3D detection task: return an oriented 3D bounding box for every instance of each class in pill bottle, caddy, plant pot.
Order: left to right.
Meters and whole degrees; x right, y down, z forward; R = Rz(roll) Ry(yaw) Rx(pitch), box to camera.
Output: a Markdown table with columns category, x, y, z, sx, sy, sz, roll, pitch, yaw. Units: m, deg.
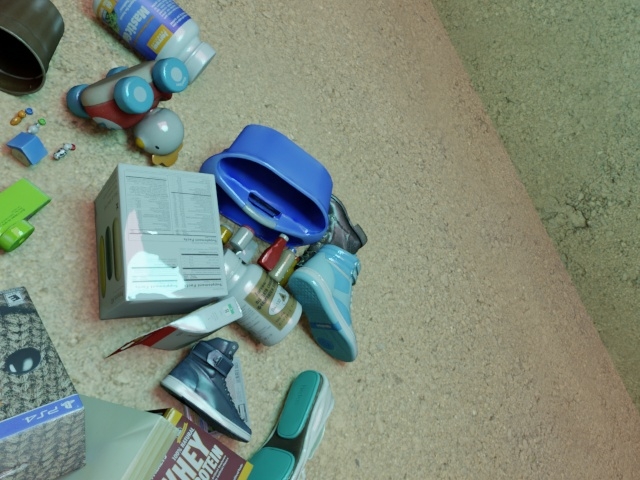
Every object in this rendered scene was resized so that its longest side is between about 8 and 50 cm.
| category | x | y | z | sx | sy | sz | roll | pitch | yaw |
| --- | --- | --- | --- | --- | --- | --- | --- | --- | --- |
| plant pot | -0.616 | -0.416 | 0.962 | 0.167 | 0.167 | 0.165 | 27 | 50 | -27 |
| pill bottle | -0.400 | -0.523 | 1.172 | 0.272 | 0.152 | 0.152 | 40 | 52 | -18 |
| pill bottle | -0.165 | 0.130 | 1.106 | 0.229 | 0.131 | 0.131 | 44 | 51 | -16 |
| caddy | -0.130 | -0.114 | 1.166 | 0.341 | 0.241 | 0.179 | 34 | 48 | -23 |

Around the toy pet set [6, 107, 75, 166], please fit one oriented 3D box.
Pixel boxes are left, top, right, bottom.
| category | x | y | z | sx | sy | sz | roll | pitch | yaw |
| --- | --- | --- | --- | --- | --- | --- | --- | --- | --- |
| toy pet set | -0.578 | -0.213 | 0.963 | 0.122 | 0.065 | 0.114 | 42 | 52 | -17 |

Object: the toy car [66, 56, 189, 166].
| category | x | y | z | sx | sy | sz | roll | pitch | yaw |
| --- | --- | --- | --- | --- | --- | --- | --- | --- | --- |
| toy car | -0.397 | -0.266 | 1.077 | 0.210 | 0.219 | 0.237 | -50 | 133 | -39 |

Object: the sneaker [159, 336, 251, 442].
| category | x | y | z | sx | sy | sz | roll | pitch | yaw |
| --- | --- | --- | --- | --- | --- | --- | --- | --- | --- |
| sneaker | -0.200 | 0.308 | 1.009 | 0.226 | 0.086 | 0.163 | 45 | 54 | -13 |

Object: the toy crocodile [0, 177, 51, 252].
| category | x | y | z | sx | sy | sz | roll | pitch | yaw |
| --- | --- | --- | --- | --- | --- | --- | --- | --- | --- |
| toy crocodile | -0.617 | 0.013 | 0.828 | 0.115 | 0.105 | 0.340 | 40 | 47 | -18 |

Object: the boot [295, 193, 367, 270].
| category | x | y | z | sx | sy | sz | roll | pitch | yaw |
| --- | --- | --- | --- | --- | --- | --- | --- | --- | --- |
| boot | 0.000 | 0.000 | 1.324 | 0.263 | 0.091 | 0.229 | 45 | 58 | -6 |

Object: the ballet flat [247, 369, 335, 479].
| category | x | y | z | sx | sy | sz | roll | pitch | yaw |
| --- | --- | --- | --- | --- | --- | --- | --- | --- | --- |
| ballet flat | -0.067 | 0.482 | 1.056 | 0.139 | 0.139 | 0.400 | 45 | 50 | -15 |

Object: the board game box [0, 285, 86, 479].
| category | x | y | z | sx | sy | sz | roll | pitch | yaw |
| --- | --- | --- | --- | --- | --- | --- | --- | --- | --- |
| board game box | -0.513 | 0.230 | 0.686 | 0.232 | 0.141 | 0.291 | -15 | 43 | -41 |

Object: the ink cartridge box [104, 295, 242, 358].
| category | x | y | z | sx | sy | sz | roll | pitch | yaw |
| --- | --- | --- | --- | --- | --- | --- | --- | --- | --- |
| ink cartridge box | -0.292 | 0.194 | 0.947 | 0.225 | 0.181 | 0.056 | -24 | 84 | -42 |

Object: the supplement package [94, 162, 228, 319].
| category | x | y | z | sx | sy | sz | roll | pitch | yaw |
| --- | --- | --- | --- | --- | --- | --- | --- | --- | --- |
| supplement package | -0.335 | 0.011 | 0.974 | 0.198 | 0.199 | 0.262 | 2 | 71 | -38 |

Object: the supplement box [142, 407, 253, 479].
| category | x | y | z | sx | sy | sz | roll | pitch | yaw |
| --- | --- | --- | --- | --- | --- | --- | --- | --- | --- |
| supplement box | -0.268 | 0.418 | 0.864 | 0.191 | 0.194 | 0.129 | 44 | 51 | -16 |

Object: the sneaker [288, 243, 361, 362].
| category | x | y | z | sx | sy | sz | roll | pitch | yaw |
| --- | --- | --- | --- | --- | --- | --- | --- | --- | --- |
| sneaker | 0.057 | 0.151 | 1.233 | 0.208 | 0.127 | 0.318 | -50 | 130 | -38 |

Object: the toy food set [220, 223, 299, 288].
| category | x | y | z | sx | sy | sz | roll | pitch | yaw |
| --- | --- | --- | --- | --- | --- | --- | --- | --- | --- |
| toy food set | -0.142 | 0.019 | 1.170 | 0.232 | 0.111 | 0.104 | 43 | 64 | -20 |

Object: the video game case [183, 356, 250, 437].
| category | x | y | z | sx | sy | sz | roll | pitch | yaw |
| --- | --- | --- | --- | --- | --- | --- | --- | --- | --- |
| video game case | -0.231 | 0.346 | 1.041 | 0.143 | 0.019 | 0.157 | -2 | 74 | -38 |

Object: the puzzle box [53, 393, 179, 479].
| category | x | y | z | sx | sy | sz | roll | pitch | yaw |
| --- | --- | --- | --- | --- | --- | --- | --- | --- | --- |
| puzzle box | -0.417 | 0.434 | 0.694 | 0.052 | 0.272 | 0.408 | 58 | 45 | -34 |
